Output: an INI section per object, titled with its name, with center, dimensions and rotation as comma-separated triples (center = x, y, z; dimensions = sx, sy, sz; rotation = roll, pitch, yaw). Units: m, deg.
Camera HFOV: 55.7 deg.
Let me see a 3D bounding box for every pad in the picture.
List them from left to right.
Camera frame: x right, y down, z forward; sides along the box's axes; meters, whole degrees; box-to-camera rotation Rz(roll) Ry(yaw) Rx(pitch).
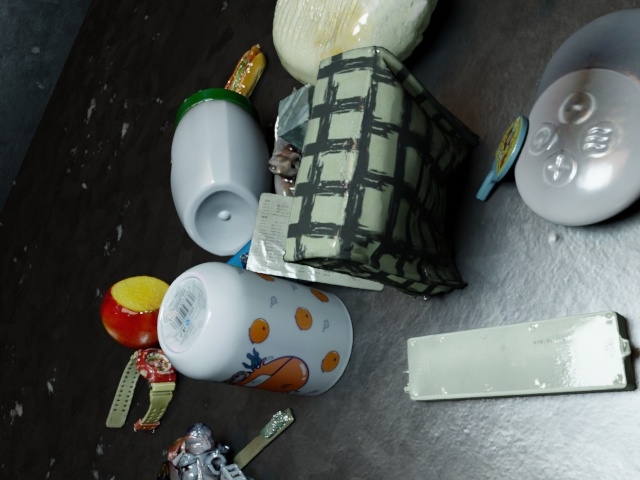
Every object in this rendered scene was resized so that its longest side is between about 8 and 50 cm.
[pad]
center = 0.000, 0.000, 1.154
dimensions = 0.265, 0.009, 0.159
rotation = 8, 79, 6

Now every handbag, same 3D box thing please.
[handbag]
center = 0.115, -0.084, 0.965
dimensions = 0.162, 0.327, 0.325
rotation = 0, 75, 43

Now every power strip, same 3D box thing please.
[power strip]
center = 0.275, 0.181, 0.910
dimensions = 0.367, 0.043, 0.106
rotation = -16, 64, 39

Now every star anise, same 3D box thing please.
[star anise]
center = -0.056, -0.170, 1.303
dimensions = 0.198, 0.111, 0.257
rotation = 96, 173, -53

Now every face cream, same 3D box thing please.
[face cream]
center = -0.222, -0.162, 1.365
dimensions = 0.312, 0.219, 0.357
rotation = 92, 170, -45

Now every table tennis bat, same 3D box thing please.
[table tennis bat]
center = 0.294, -0.130, 0.982
dimensions = 0.100, 0.019, 0.155
rotation = -72, 2, -52

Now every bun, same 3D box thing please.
[bun]
center = 0.077, -0.456, 1.220
dimensions = 0.365, 0.219, 0.365
rotation = -21, 59, 39

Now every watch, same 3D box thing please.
[watch]
center = -0.448, 0.396, 1.509
dimensions = 0.165, 0.102, 0.268
rotation = 36, 109, 44

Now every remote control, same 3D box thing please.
[remote control]
center = 0.401, -0.180, 0.881
dimensions = 0.221, 0.103, 0.332
rotation = 14, 84, 53

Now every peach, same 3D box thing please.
[peach]
center = -0.449, 0.174, 1.516
dimensions = 0.192, 0.190, 0.190
rotation = -39, 50, 44

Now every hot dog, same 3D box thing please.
[hot dog]
center = -0.214, -0.410, 1.599
dimensions = 0.092, 0.062, 0.235
rotation = 31, 96, 49

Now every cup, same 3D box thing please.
[cup]
center = -0.122, 0.162, 1.107
dimensions = 0.212, 0.317, 0.212
rotation = -19, 62, 39

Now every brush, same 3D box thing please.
[brush]
center = -0.122, 0.403, 1.223
dimensions = 0.190, 0.027, 0.034
rotation = -47, 46, 22

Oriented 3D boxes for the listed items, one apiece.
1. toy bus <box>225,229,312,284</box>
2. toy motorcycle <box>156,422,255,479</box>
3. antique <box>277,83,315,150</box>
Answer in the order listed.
[toy bus]
center = -0.114, 0.063, 1.269
dimensions = 0.246, 0.134, 0.113
rotation = -41, 50, 24
[toy motorcycle]
center = -0.193, 0.494, 1.182
dimensions = 0.401, 0.134, 0.207
rotation = 21, 102, 44
[antique]
center = 0.009, -0.222, 1.222
dimensions = 0.086, 0.183, 0.088
rotation = -21, 57, 39
